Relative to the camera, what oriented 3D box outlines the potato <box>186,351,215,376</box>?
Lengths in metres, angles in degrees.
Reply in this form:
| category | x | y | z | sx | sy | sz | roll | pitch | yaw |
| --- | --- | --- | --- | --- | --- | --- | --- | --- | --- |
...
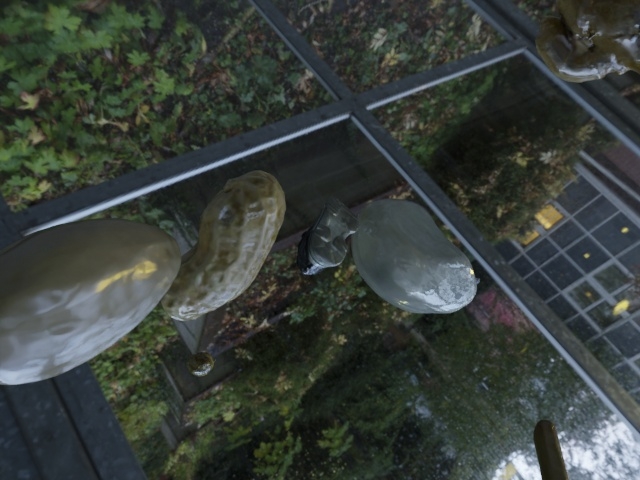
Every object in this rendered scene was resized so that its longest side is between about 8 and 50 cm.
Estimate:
| category | x | y | z | sx | sy | sz | roll | pitch | yaw |
| --- | --- | --- | --- | --- | --- | --- | --- | --- | --- |
| potato | -0.221 | 0.226 | 0.756 | 0.045 | 0.046 | 0.092 | -46 | 180 | -15 |

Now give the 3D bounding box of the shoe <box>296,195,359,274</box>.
| category | x | y | z | sx | sy | sz | roll | pitch | yaw |
| --- | --- | --- | --- | --- | --- | --- | --- | --- | --- |
| shoe | 0.000 | 0.000 | 0.665 | 0.099 | 0.071 | 0.169 | -41 | -165 | 36 |

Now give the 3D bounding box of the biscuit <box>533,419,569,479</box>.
| category | x | y | z | sx | sy | sz | roll | pitch | yaw |
| --- | --- | --- | --- | --- | --- | --- | --- | --- | --- |
| biscuit | 0.552 | 0.597 | 0.943 | 0.062 | 0.236 | 0.290 | -14 | -152 | 23 |

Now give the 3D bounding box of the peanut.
| category | x | y | z | sx | sy | sz | roll | pitch | yaw |
| --- | --- | --- | --- | --- | --- | --- | --- | --- | --- |
| peanut | -0.179 | 0.012 | 0.778 | 0.325 | 0.140 | 0.153 | -55 | 141 | -9 |

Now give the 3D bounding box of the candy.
| category | x | y | z | sx | sy | sz | roll | pitch | yaw |
| --- | --- | --- | --- | --- | --- | --- | --- | --- | --- |
| candy | 0.232 | 0.072 | 1.210 | 0.186 | 0.386 | 0.427 | -37 | 173 | -19 |

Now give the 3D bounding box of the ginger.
| category | x | y | z | sx | sy | sz | roll | pitch | yaw |
| --- | --- | --- | --- | --- | --- | --- | --- | --- | --- |
| ginger | 0.263 | -0.230 | 0.362 | 0.059 | 0.133 | 0.213 | -46 | 131 | -34 |

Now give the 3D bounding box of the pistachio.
| category | x | y | z | sx | sy | sz | roll | pitch | yaw |
| --- | --- | --- | --- | --- | --- | --- | --- | --- | --- |
| pistachio | -0.247 | 0.049 | 0.422 | 0.226 | 0.136 | 0.135 | -38 | 169 | -47 |
